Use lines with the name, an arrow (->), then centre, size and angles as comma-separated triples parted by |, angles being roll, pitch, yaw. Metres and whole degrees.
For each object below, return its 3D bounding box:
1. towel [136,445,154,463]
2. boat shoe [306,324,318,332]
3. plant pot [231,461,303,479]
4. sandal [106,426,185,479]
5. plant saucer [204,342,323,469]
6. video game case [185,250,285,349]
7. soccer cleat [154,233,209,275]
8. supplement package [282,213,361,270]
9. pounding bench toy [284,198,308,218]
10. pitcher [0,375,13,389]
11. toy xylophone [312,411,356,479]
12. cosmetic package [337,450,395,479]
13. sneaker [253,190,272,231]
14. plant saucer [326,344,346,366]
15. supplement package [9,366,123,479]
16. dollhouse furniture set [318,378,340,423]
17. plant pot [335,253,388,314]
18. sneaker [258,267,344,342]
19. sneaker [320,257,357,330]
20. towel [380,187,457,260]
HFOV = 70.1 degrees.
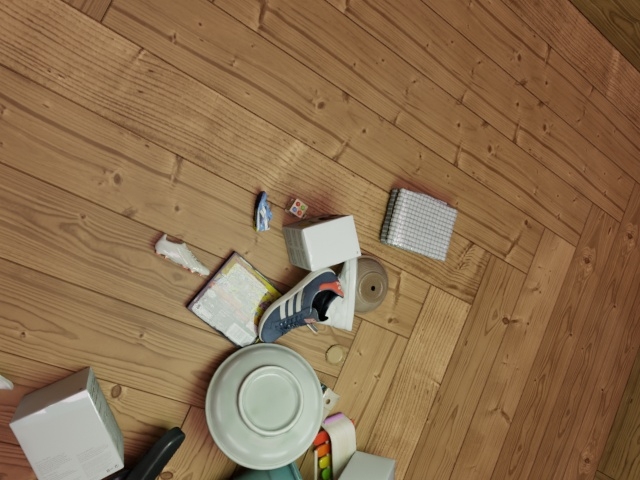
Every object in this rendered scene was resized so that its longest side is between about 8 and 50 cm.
towel -> -0.560, 0.721, 1.514 | 0.083, 0.009, 0.060 | -37, 107, -17
boat shoe -> -0.050, 0.287, 1.689 | 0.043, 0.049, 0.137 | -45, 105, -17
plant pot -> -0.201, 0.916, 1.535 | 0.334, 0.341, 0.341 | -25, 104, -12
sandal -> -0.608, 0.761, 1.434 | 0.107, 0.167, 0.446 | 37, 79, 16
plant saucer -> -0.169, 0.524, 1.486 | 0.400, 0.100, 0.401 | 8, 62, -15
video game case -> -0.279, 0.218, 1.587 | 0.275, 0.035, 0.248 | 44, 77, -20
soccer cleat -> -0.442, 0.050, 1.485 | 0.196, 0.068, 0.076 | 31, 78, -20
supplement package -> 0.000, 0.000, 1.602 | 0.194, 0.203, 0.149 | -17, 101, -23
pounding bench toy -> -0.074, -0.106, 1.635 | 0.083, 0.065, 0.052 | 36, 80, -23
pitcher -> -0.995, 0.398, 1.246 | 0.207, 0.125, 0.178 | -33, 86, -29
toy xylophone -> 0.047, 0.833, 1.735 | 0.236, 0.081, 0.323 | 3, 91, -38
cosmetic package -> 0.128, 0.914, 1.514 | 0.161, 0.453, 0.230 | 3, 90, 19
sneaker -> -0.198, -0.101, 1.589 | 0.059, 0.053, 0.144 | 3, 101, -24
plant saucer -> 0.058, 0.445, 1.765 | 0.083, 0.015, 0.083 | -2, 96, -24
supplement package -> -0.721, 0.553, 1.325 | 0.199, 0.198, 0.263 | -22, 103, -20
dollhouse furniture set -> -0.055, 0.553, 1.660 | 0.183, 0.129, 0.129 | 42, 78, -22
plant pot -> 0.176, 0.174, 1.746 | 0.237, 0.109, 0.237 | -2, 95, -25
sneaker -> -0.065, 0.250, 1.546 | 0.350, 0.148, 0.131 | -46, 140, 9
sneaker -> 0.045, 0.185, 1.642 | 0.169, 0.108, 0.293 | 8, 110, 8
towel -> 0.389, -0.064, 1.820 | 0.283, 0.121, 0.235 | 16, 86, -23
